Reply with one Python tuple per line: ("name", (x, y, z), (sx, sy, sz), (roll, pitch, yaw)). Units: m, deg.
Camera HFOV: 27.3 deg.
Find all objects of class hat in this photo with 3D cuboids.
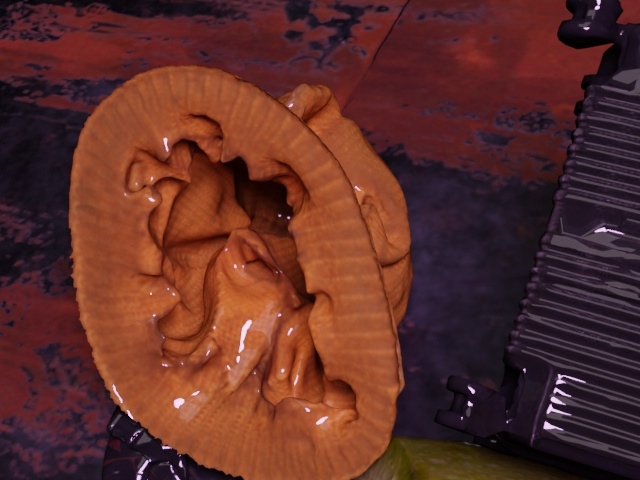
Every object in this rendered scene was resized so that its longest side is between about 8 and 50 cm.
("hat", (0.000, 0.000, 0.834), (0.244, 0.233, 0.233), (31, 28, 17))

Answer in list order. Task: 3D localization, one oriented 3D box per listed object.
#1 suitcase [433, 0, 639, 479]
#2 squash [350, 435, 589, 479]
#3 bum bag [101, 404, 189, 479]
("suitcase", (0.254, 0.040, 0.630), (0.335, 0.152, 0.229), (16, 82, 17))
("squash", (0.082, 0.166, 0.687), (0.184, 0.085, 0.191), (-5, 49, 13))
("bum bag", (-0.106, 0.108, 0.830), (0.058, 0.034, 0.124), (-1, 48, 5))
